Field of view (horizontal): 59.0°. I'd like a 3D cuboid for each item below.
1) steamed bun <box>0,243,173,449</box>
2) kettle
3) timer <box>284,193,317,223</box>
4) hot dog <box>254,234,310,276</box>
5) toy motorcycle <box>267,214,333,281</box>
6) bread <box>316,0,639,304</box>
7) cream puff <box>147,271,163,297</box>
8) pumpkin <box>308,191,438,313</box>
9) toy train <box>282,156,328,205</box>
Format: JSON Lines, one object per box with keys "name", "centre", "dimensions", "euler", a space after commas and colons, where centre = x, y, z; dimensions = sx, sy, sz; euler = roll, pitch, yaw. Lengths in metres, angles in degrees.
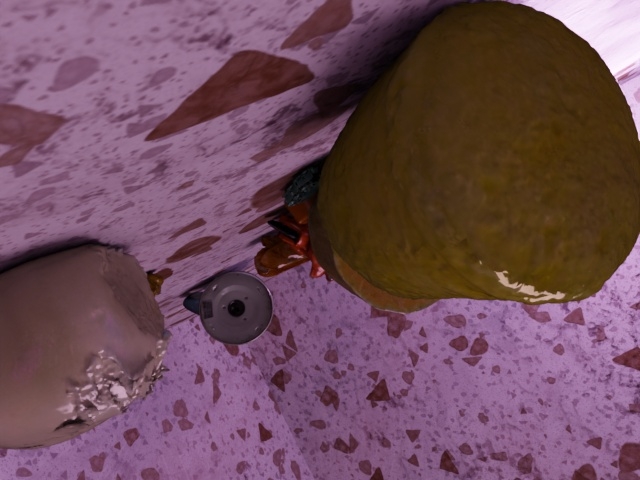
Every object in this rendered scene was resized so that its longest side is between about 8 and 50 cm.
{"name": "steamed bun", "centre": [-0.378, 0.167, 0.803], "dimensions": [0.312, 0.233, 0.334], "euler": [-29, 174, 4]}
{"name": "kettle", "centre": [-0.332, 0.222, 2.033], "dimensions": [0.319, 0.247, 0.342], "euler": [4, 180, -7]}
{"name": "timer", "centre": [0.013, -0.044, 1.224], "dimensions": [0.132, 0.152, 0.132], "euler": [-27, 176, -2]}
{"name": "hot dog", "centre": [-0.041, -0.003, 1.650], "dimensions": [0.348, 0.117, 0.158], "euler": [-23, 171, -25]}
{"name": "toy motorcycle", "centre": [0.000, 0.000, 1.397], "dimensions": [0.148, 0.221, 0.325], "euler": [-64, 171, 7]}
{"name": "bread", "centre": [0.185, -0.084, 0.698], "dimensions": [0.348, 0.348, 0.308], "euler": [-25, -179, -26]}
{"name": "cream puff", "centre": [-0.382, 0.102, 1.220], "dimensions": [0.083, 0.083, 0.058], "euler": [-18, 136, 30]}
{"name": "pumpkin", "centre": [0.122, -0.030, 1.103], "dimensions": [0.332, 0.332, 0.199], "euler": [-25, -169, -26]}
{"name": "toy train", "centre": [-0.024, -0.106, 1.046], "dimensions": [0.071, 0.038, 0.148], "euler": [-28, 176, -28]}
